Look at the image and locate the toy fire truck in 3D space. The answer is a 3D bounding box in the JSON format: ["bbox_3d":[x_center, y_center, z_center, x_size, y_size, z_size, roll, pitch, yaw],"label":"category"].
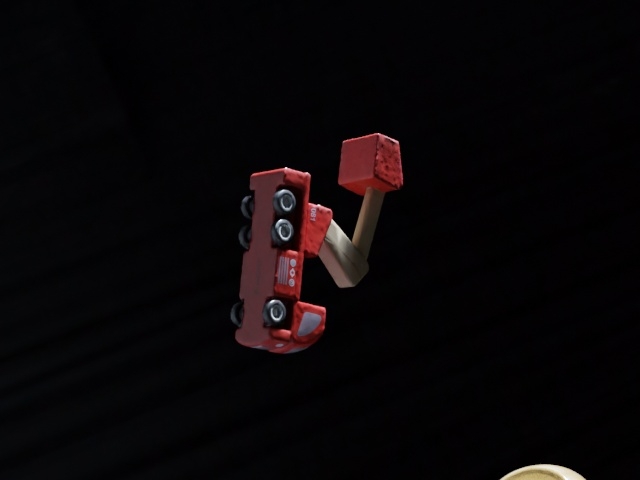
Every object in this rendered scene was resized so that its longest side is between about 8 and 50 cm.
[{"bbox_3d":[0.000,0.000,1.040,0.047,0.135,0.192,-8,-106,47],"label":"toy fire truck"}]

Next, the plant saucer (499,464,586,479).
[{"bbox_3d":[0.137,0.176,0.835,0.015,0.083,0.083,61,-3,-37],"label":"plant saucer"}]
